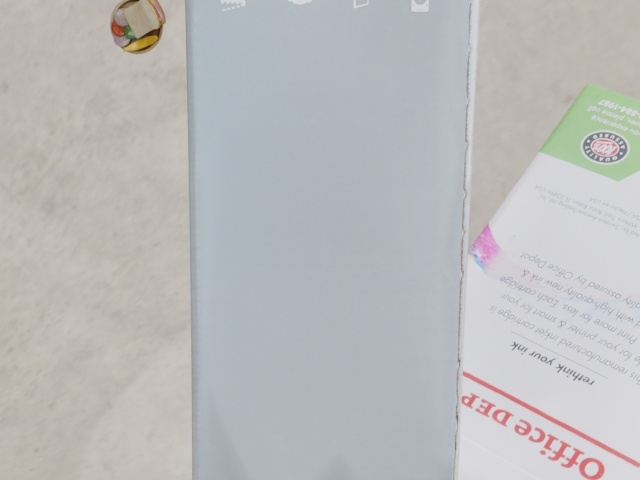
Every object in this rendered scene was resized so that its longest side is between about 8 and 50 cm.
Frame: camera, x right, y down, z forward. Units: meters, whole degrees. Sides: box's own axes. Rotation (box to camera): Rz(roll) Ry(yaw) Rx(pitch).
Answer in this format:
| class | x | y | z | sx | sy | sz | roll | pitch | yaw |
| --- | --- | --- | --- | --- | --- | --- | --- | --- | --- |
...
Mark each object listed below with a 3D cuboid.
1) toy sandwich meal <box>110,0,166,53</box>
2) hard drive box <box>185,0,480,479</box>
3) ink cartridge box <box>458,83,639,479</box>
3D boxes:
| class | x | y | z | sx | sy | sz | roll | pitch | yaw |
| --- | --- | --- | --- | --- | --- | --- | --- | --- | --- |
| toy sandwich meal | -0.246 | -0.288 | 1.766 | 0.086 | 0.085 | 0.029 | 57 | 19 | 0 |
| hard drive box | 0.002 | -0.050 | 0.480 | 0.089 | 0.181 | 0.232 | 0 | 103 | -1 |
| ink cartridge box | 0.183 | 0.086 | 0.893 | 0.207 | 0.119 | 0.353 | 27 | 71 | 34 |
